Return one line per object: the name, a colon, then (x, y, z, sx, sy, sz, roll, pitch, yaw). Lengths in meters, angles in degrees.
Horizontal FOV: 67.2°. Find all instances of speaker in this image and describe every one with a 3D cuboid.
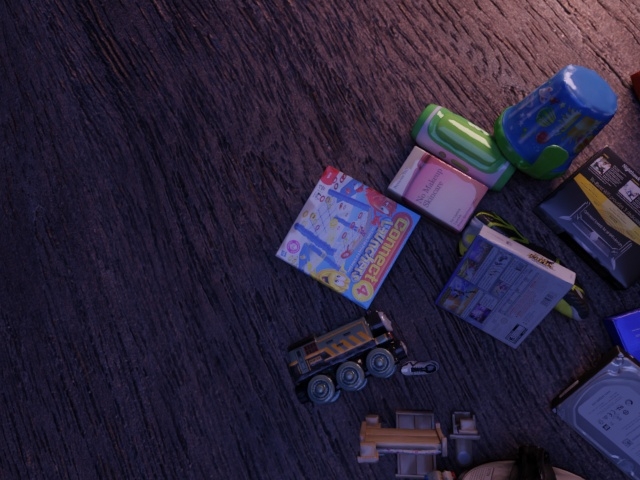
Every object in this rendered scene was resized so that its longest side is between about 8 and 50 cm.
speaker: (0.406, -0.261, 1.354, 0.296, 0.131, 0.131, 36, 90, 12)

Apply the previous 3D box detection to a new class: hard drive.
hard drive: (0.791, 0.458, 1.187, 0.339, 0.064, 0.237, 41, 114, 11)

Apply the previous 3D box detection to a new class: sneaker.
sneaker: (0.543, 0.084, 1.301, 0.385, 0.145, 0.147, 42, 121, 10)
sneaker: (0.274, 0.355, 1.339, 0.109, 0.044, 0.040, -12, 83, 10)

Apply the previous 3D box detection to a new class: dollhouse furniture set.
dollhouse furniture set: (0.252, 0.536, 1.161, 0.303, 0.355, 0.174, -2, 83, 9)

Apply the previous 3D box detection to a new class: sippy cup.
sippy cup: (0.609, -0.310, 1.229, 0.240, 0.224, 0.305, -1, 63, -21)

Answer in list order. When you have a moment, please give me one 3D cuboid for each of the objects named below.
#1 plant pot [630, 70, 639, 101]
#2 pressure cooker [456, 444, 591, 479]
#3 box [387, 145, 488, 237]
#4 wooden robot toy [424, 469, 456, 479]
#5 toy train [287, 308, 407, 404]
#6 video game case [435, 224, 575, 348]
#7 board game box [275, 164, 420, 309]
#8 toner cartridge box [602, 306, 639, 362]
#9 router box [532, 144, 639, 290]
plant pot: (0.999, -0.361, 1.210, 0.267, 0.267, 0.236, -11, 94, 8)
pressure cooker: (0.481, 0.691, 1.080, 0.375, 0.370, 0.420, -3, 93, -18)
box: (0.322, -0.133, 1.350, 0.232, 0.127, 0.148, 33, 89, 12)
wooden robot toy: (0.304, 0.617, 1.184, 0.076, 0.173, 0.079, -14, 53, 5)
toy train: (0.066, 0.324, 1.336, 0.334, 0.142, 0.190, -26, 70, 5)
video game case: (0.464, 0.125, 1.245, 0.244, 0.061, 0.269, 29, 132, 11)
board game box: (0.078, -0.008, 1.382, 0.302, 0.086, 0.308, 29, 87, 8)
toner cartridge box: (0.936, 0.224, 1.227, 0.348, 0.075, 0.165, -19, 82, 7)
router box: (0.776, -0.059, 1.287, 0.243, 0.081, 0.309, -42, 78, 3)
